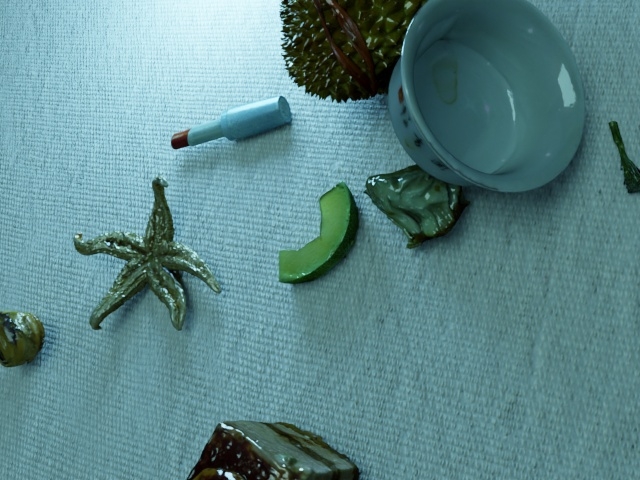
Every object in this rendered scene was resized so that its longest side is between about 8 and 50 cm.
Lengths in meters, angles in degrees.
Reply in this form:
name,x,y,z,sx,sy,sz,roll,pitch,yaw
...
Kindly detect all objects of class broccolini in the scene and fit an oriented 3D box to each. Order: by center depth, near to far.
name,x,y,z,sx,sy,sz,roll,pitch,yaw
broccolini,0.504,-0.140,1.396,0.035,0.030,0.140,-13,60,14

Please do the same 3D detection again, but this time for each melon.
name,x,y,z,sx,sy,sz,roll,pitch,yaw
melon,0.000,0.000,1.585,0.209,0.064,0.118,-41,58,11

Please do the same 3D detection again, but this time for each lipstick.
name,x,y,z,sx,sy,sz,roll,pitch,yaw
lipstick,-0.195,-0.241,1.783,0.274,0.061,0.068,-13,67,23

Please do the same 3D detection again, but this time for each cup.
name,x,y,z,sx,sy,sz,roll,pitch,yaw
cup,0.250,-0.230,1.409,0.163,0.347,0.347,-24,51,64

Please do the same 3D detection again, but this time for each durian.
name,x,y,z,sx,sy,sz,roll,pitch,yaw
durian,0.084,-0.428,1.564,0.347,0.347,0.384,37,101,34

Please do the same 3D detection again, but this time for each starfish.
name,x,y,z,sx,sy,sz,roll,pitch,yaw
starfish,-0.355,0.031,1.739,0.375,0.094,0.327,5,83,23

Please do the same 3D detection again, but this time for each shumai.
name,x,y,z,sx,sy,sz,roll,pitch,yaw
shumai,0.170,-0.062,1.503,0.184,0.184,0.142,-10,96,24

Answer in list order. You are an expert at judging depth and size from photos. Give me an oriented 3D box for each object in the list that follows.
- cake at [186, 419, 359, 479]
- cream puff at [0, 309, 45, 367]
name,x,y,z,sx,sy,sz,roll,pitch,yaw
cake,-0.097,0.395,1.342,0.196,0.293,0.199,28,89,33
cream puff,-0.645,0.204,1.819,0.133,0.104,0.119,37,128,42
